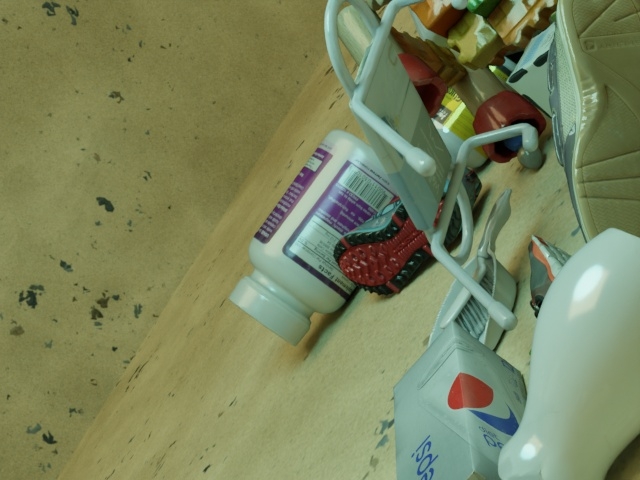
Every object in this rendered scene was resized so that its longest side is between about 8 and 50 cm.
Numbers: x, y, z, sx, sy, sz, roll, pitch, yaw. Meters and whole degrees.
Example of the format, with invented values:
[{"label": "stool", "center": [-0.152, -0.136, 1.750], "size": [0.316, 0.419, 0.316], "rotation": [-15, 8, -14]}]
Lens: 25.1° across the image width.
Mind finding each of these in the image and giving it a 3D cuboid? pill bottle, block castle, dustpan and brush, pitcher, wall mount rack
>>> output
[{"label": "pill bottle", "center": [0.204, -0.165, 1.952], "size": [0.184, 0.103, 0.103], "rotation": [-53, 11, 4]}, {"label": "block castle", "center": [0.262, -0.297, 1.630], "size": [0.453, 0.303, 0.213], "rotation": [-48, 56, 25]}, {"label": "dustpan and brush", "center": [0.176, 0.041, 1.571], "size": [0.211, 0.060, 0.147], "rotation": [-58, 12, -18]}, {"label": "pitcher", "center": [0.217, 0.100, 1.131], "size": [0.178, 0.125, 0.207], "rotation": [-23, -42, -86]}, {"label": "wall mount rack", "center": [0.119, -0.084, 1.421], "size": [0.130, 0.350, 0.304], "rotation": [-11, 40, 28]}, {"label": "pill bottle", "center": [0.000, 0.000, 2.127], "size": [0.301, 0.169, 0.169], "rotation": [-54, 11, -2]}]

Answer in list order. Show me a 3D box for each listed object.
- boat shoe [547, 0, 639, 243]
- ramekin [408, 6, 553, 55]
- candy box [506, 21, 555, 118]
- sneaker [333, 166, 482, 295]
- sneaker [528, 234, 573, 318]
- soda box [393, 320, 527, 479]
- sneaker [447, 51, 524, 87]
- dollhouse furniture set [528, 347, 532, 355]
[{"label": "boat shoe", "center": [0.256, -0.093, 1.265], "size": [0.092, 0.102, 0.285], "rotation": [96, 167, -70]}, {"label": "ramekin", "center": [0.241, -0.352, 1.929], "size": [0.277, 0.277, 0.135], "rotation": [-38, 63, 54]}, {"label": "candy box", "center": [0.312, -0.172, 1.401], "size": [0.071, 0.159, 0.233], "rotation": [-58, 13, -28]}, {"label": "sneaker", "center": [0.125, -0.016, 1.919], "size": [0.262, 0.104, 0.125], "rotation": [-32, 9, 47]}, {"label": "sneaker", "center": [0.221, 0.043, 1.400], "size": [0.065, 0.061, 0.158], "rotation": [-60, 8, 14]}, {"label": "soda box", "center": [0.129, 0.185, 1.266], "size": [0.098, 0.091, 0.286], "rotation": [-50, 12, 18]}, {"label": "sneaker", "center": [0.219, -0.227, 2.099], "size": [0.319, 0.112, 0.131], "rotation": [-43, -20, -3]}, {"label": "dollhouse furniture set", "center": [0.249, 0.056, 1.240], "size": [0.152, 0.058, 0.076], "rotation": [-54, 12, 3]}]
